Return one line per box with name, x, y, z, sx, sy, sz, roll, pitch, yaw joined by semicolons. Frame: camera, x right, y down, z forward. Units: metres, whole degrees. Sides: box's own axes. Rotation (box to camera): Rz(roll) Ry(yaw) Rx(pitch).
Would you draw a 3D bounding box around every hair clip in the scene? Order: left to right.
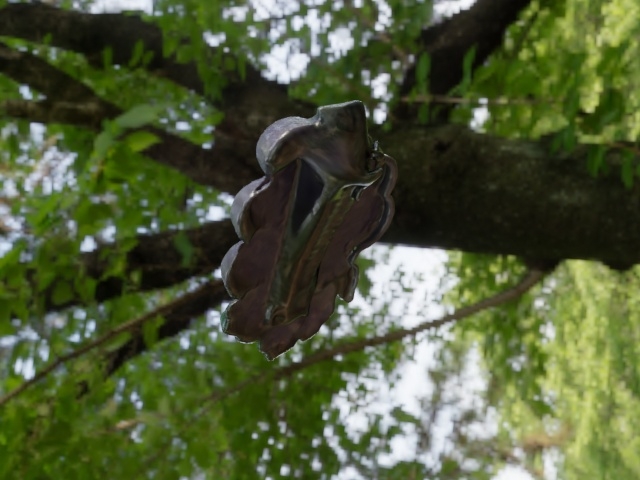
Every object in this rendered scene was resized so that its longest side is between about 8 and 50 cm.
hair clip;0.000;0.001;0.643;0.124;0.052;0.195;-14;-41;-31
